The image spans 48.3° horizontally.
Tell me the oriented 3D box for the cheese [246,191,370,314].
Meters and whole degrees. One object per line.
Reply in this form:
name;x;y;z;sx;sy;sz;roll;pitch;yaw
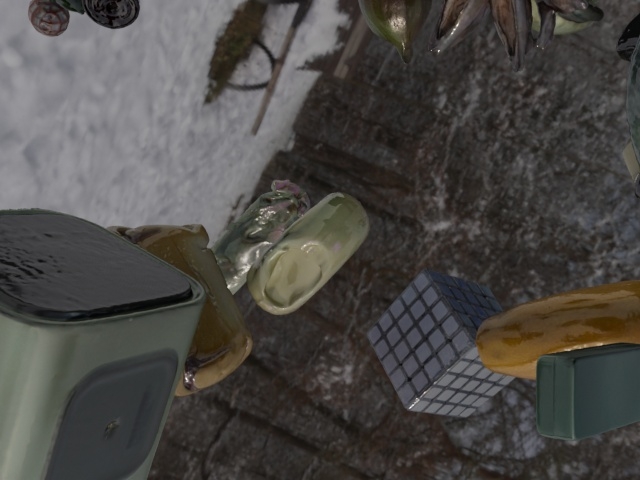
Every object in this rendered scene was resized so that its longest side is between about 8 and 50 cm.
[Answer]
cheese;0.000;0.000;0.742;0.137;0.064;0.227;-42;-178;22

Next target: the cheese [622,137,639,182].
cheese;0.654;-0.249;1.226;0.400;0.034;0.085;119;-23;-53

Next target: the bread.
bread;-0.175;0.073;0.870;0.134;0.225;0.081;-16;162;-38

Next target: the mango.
mango;0.406;0.136;1.038;0.187;0.359;0.144;111;-28;-81

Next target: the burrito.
burrito;-0.135;0.011;1.271;0.309;0.096;0.066;-47;-170;22

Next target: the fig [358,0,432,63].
fig;0.103;-0.313;0.944;0.109;0.155;0.103;-25;-164;-31

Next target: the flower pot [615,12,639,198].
flower pot;0.407;-0.135;0.565;0.299;0.299;0.283;-67;-165;0

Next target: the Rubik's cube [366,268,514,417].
Rubik's cube;0.288;0.239;1.622;0.238;0.236;0.237;-51;-135;26

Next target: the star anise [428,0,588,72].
star anise;0.148;-0.237;0.569;0.195;0.182;0.065;-41;163;19

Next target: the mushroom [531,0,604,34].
mushroom;0.360;-0.456;1.208;0.164;0.189;0.267;-30;-103;64

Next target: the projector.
projector;-0.292;0.126;0.719;0.248;0.248;0.249;-7;120;-61

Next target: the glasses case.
glasses case;0.279;0.146;0.712;0.039;0.184;0.078;-1;-92;47

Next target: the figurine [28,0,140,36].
figurine;-0.305;-0.389;0.920;0.370;0.167;0.281;51;-51;44
